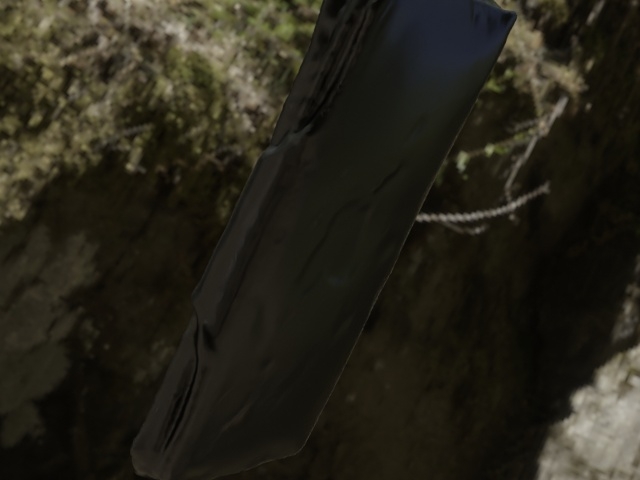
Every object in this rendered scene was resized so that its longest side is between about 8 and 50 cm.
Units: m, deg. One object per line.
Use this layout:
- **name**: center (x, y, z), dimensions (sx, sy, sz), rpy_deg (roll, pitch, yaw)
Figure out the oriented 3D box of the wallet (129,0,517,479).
- **wallet**: center (0.000, 0.000, 0.809), dimensions (0.051, 0.378, 0.197), rpy_deg (32, 17, 29)
